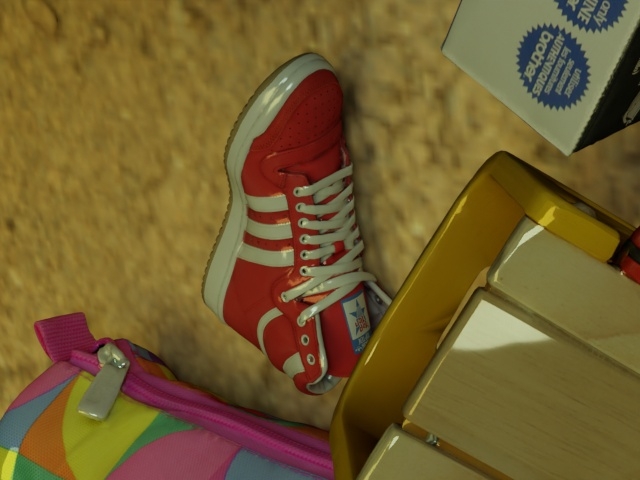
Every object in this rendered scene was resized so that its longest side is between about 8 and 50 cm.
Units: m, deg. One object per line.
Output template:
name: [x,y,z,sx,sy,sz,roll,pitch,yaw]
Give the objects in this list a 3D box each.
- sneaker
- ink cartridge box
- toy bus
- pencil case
sneaker: [0.000,0.000,0.572,0.067,0.042,0.118,44,143,26]
ink cartridge box: [0.102,-0.120,0.368,0.046,0.097,0.207,42,134,23]
toy bus: [0.102,0.061,0.450,0.104,0.191,0.202,-102,-1,-78]
pencil case: [-0.017,0.105,0.602,0.236,0.104,0.104,20,122,37]
